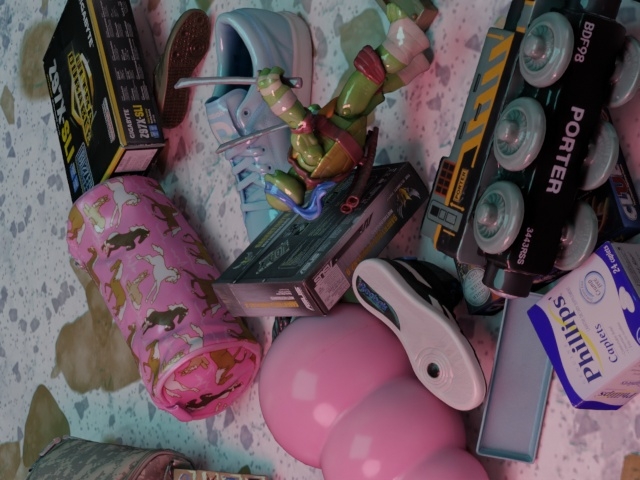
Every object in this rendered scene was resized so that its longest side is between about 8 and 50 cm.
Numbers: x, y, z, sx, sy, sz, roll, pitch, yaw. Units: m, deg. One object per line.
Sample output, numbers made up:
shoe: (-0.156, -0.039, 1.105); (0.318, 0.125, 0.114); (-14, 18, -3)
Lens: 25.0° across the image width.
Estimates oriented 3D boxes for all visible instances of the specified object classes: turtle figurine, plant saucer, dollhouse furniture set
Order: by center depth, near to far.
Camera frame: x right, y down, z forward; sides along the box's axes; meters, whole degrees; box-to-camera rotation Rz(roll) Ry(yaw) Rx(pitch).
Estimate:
plant saucer: (0.223, 0.151, 1.612); (0.018, 0.067, 0.192); (-71, -8, -82)
turtle figurine: (-0.012, -0.183, 1.740); (0.266, 0.198, 0.275); (-43, 46, -5)
dollhouse furniture set: (0.082, -0.353, 1.770); (0.151, 0.123, 0.144); (-56, 48, 31)

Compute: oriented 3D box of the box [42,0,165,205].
box: (-0.346, -0.219, 2.268); (0.257, 0.079, 0.322); (-51, 49, 55)

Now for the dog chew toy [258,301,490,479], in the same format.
dog chew toy: (0.074, 0.226, 1.682); (0.332, 0.206, 0.206); (48, 123, 32)

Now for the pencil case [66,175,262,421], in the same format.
pencil case: (-0.230, 0.079, 2.082); (0.386, 0.160, 0.167); (54, 132, 37)

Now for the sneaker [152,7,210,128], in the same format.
sneaker: (-0.224, -0.266, 2.176); (0.071, 0.066, 0.188); (37, 114, 46)

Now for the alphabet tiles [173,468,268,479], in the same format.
alphabet tiles: (-0.106, 0.416, 1.963); (0.237, 0.009, 0.198); (-1, 86, 32)

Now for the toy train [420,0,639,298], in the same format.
toy train: (0.216, -0.111, 1.517); (0.190, 0.142, 0.334); (29, 106, 60)

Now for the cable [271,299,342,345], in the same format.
cable: (-0.012, 0.144, 1.908); (0.150, 0.047, 0.184); (-41, 60, 46)

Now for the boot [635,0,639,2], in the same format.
boot: (0.388, -0.343, 1.447); (0.263, 0.091, 0.229); (24, 100, 45)

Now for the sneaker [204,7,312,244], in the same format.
sneaker: (-0.097, -0.136, 1.945); (0.135, 0.150, 0.366); (-16, 74, 49)

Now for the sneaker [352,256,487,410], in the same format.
sneaker: (0.144, 0.095, 1.668); (0.217, 0.121, 0.079); (51, 126, 24)

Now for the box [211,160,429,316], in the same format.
box: (0.000, 0.000, 1.776); (0.183, 0.231, 0.056); (-6, 125, 50)

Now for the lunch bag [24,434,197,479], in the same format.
lunch bag: (-0.318, 0.423, 2.131); (0.305, 0.212, 0.256); (-4, 65, 48)

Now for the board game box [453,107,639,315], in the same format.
board game box: (0.239, -0.037, 1.616); (0.243, 0.042, 0.165); (-35, 60, 43)

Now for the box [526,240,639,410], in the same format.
box: (0.303, 0.090, 1.505); (0.137, 0.072, 0.126); (-48, 52, 37)
